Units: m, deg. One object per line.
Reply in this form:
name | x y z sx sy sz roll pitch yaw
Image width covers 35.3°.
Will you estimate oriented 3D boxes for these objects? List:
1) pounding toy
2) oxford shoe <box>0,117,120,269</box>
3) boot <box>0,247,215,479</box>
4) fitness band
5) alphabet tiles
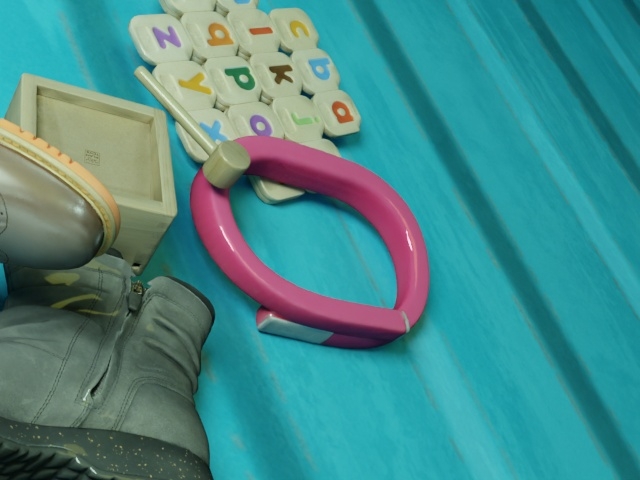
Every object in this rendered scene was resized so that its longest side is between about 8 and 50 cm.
pounding toy | -0.171 -0.063 0.874 0.206 0.094 0.181 13 44 -28
oxford shoe | -0.314 -0.021 0.637 0.364 0.130 0.132 11 49 -6
boot | -0.224 0.079 0.707 0.338 0.118 0.222 29 33 -33
fitness band | 0.000 0.000 1.007 0.291 0.054 0.209 15 53 -38
alphabet tiles | -0.076 -0.175 1.107 0.278 0.021 0.284 -19 79 -48
